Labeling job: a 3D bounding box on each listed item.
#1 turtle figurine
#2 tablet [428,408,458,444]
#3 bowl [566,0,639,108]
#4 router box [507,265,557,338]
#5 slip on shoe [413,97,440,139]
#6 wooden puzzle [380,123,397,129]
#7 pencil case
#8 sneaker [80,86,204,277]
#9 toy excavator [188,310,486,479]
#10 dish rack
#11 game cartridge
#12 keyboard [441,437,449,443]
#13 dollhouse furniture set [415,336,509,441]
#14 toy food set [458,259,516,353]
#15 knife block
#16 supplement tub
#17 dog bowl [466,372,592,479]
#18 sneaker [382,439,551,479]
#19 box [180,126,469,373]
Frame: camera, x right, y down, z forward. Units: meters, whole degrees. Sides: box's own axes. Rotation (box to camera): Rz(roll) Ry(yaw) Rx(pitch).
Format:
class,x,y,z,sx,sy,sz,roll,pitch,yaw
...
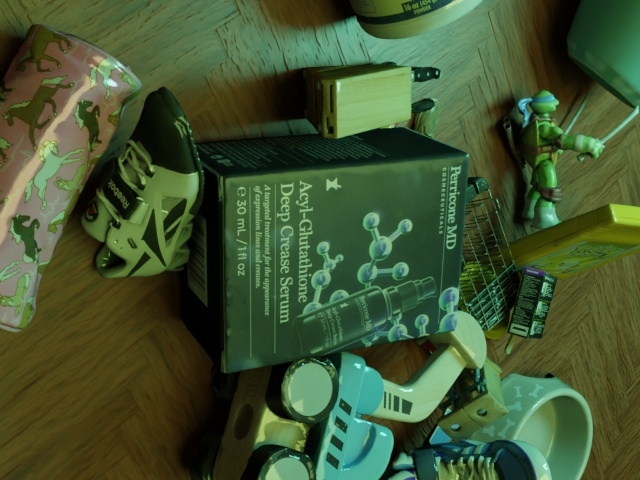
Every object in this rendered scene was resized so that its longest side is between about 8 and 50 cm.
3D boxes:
class,x,y,z,sx,sy,sz,roll,pitch,yaw
turtle figurine,0.500,-0.161,1.831,0.274,0.197,0.266,-7,109,-34
tablet,0.257,0.396,1.896,0.054,0.006,0.083,49,64,-31
bowl,0.616,-0.379,1.830,0.311,0.311,0.163,27,108,-40
router box,0.418,0.125,1.799,0.179,0.046,0.133,16,89,-68
slip on shoe,0.191,-0.195,1.672,0.051,0.041,0.135,30,82,-40
wooden puzzle,0.121,-0.219,1.633,0.049,0.006,0.083,28,84,-40
pencil case,-0.372,-0.083,1.174,0.160,0.167,0.386,24,85,-6
sneaker,-0.247,-0.056,1.238,0.146,0.122,0.331,-16,142,-27
toy excavator,0.058,0.279,1.531,0.445,0.222,0.433,24,73,-32
dish rack,0.282,0.028,1.723,0.208,0.074,0.272,-33,106,-40
game cartridge,0.528,0.010,1.830,0.285,0.323,0.053,3,71,-39
keyboard,0.271,0.540,1.947,0.072,0.014,0.256,-30,119,-29
dollhouse furniture set,0.249,0.266,1.768,0.129,0.129,0.183,-37,113,23
toy food set,0.314,0.133,1.833,0.218,0.071,0.128,46,52,-30
knife block,0.099,-0.234,1.467,0.242,0.276,0.088,-5,106,-7
supplement tub,0.114,-0.502,1.404,0.235,0.235,0.325,-42,124,-23
dog bowl,0.471,0.460,2.032,0.348,0.102,0.349,-10,107,-37
sneaker,0.251,0.452,1.713,0.236,0.322,0.130,-9,88,-23
box,0.000,0.000,1.398,0.395,0.212,0.294,-8,111,-24
